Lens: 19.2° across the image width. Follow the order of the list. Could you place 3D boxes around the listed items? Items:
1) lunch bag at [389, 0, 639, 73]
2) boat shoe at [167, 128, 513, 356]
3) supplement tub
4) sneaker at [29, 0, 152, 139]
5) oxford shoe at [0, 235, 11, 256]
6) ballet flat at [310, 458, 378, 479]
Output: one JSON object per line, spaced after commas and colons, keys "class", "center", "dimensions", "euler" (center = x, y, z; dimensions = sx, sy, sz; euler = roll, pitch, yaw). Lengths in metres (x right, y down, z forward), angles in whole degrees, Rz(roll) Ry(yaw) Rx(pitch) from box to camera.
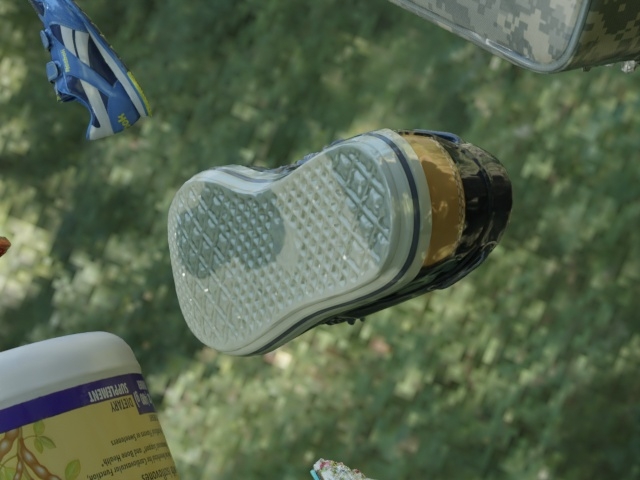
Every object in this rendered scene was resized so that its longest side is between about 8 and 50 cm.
{"class": "lunch bag", "center": [0.173, -0.248, 1.263], "dimensions": [0.256, 0.305, 0.212], "euler": [-14, -57, -38]}
{"class": "boat shoe", "center": [0.000, 0.000, 1.743], "dimensions": [0.500, 0.156, 0.187], "euler": [-18, 81, 59]}
{"class": "supplement tub", "center": [-0.184, 0.250, 1.237], "dimensions": [0.241, 0.241, 0.331], "euler": [114, 136, -81]}
{"class": "sneaker", "center": [-0.190, -0.141, 1.449], "dimensions": [0.059, 0.144, 0.053], "euler": [-36, -1, 1]}
{"class": "oxford shoe", "center": [-0.377, -0.008, 1.716], "dimensions": [0.097, 0.098, 0.271], "euler": [-38, -15, 17]}
{"class": "ballet flat", "center": [0.071, 0.298, 1.869], "dimensions": [0.077, 0.241, 0.091], "euler": [-32, -40, 0]}
